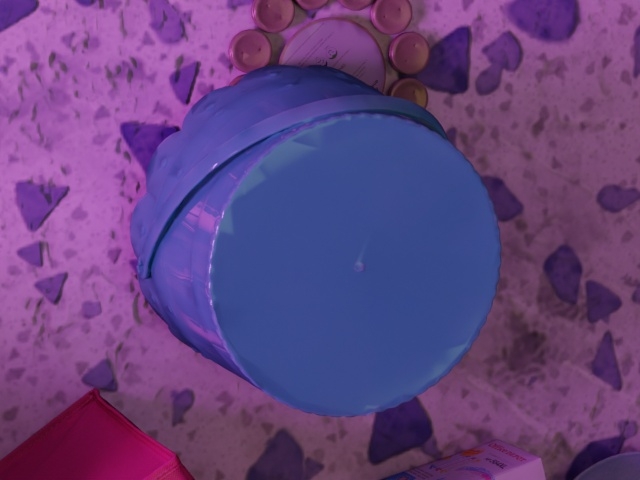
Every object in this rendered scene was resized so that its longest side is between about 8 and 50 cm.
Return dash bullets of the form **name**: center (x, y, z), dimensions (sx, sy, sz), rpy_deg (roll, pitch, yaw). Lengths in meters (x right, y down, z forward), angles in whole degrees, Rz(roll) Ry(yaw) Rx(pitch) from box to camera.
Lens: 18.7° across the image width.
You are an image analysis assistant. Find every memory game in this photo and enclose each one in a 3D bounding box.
- **memory game**: center (0.008, -0.140, 1.637), dimensions (0.186, 0.012, 0.186), rpy_deg (-3, 99, -21)

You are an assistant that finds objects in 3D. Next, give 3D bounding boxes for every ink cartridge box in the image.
- **ink cartridge box**: center (0.137, 0.238, 1.701), dimensions (0.143, 0.092, 0.090), rpy_deg (-18, 102, -18)

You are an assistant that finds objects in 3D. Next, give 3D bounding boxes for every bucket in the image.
- **bucket**: center (0.000, 0.000, 1.553), dimensions (0.281, 0.183, 0.281), rpy_deg (-4, 103, -19)

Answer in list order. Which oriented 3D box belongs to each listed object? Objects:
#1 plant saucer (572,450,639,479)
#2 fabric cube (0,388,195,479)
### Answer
- **plant saucer**: center (0.276, 0.285, 1.791), dimensions (0.195, 0.037, 0.195), rpy_deg (-3, 99, -21)
- **fabric cube**: center (-0.170, 0.309, 1.508), dimensions (0.259, 0.254, 0.258), rpy_deg (-37, 107, -11)
